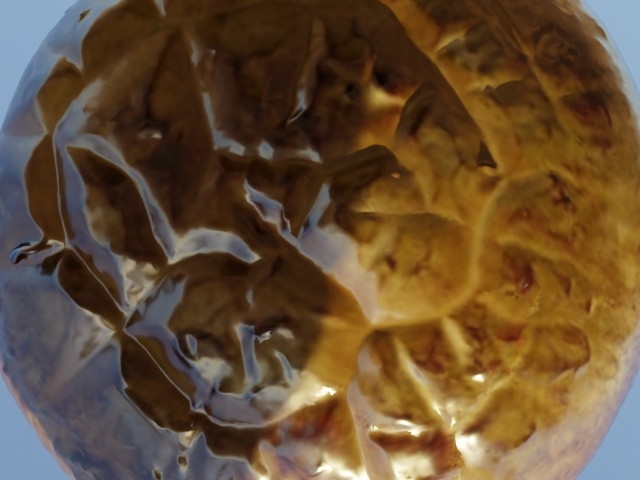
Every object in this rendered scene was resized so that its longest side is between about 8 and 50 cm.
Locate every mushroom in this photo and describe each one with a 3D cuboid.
[{"bbox_3d":[0.000,0.000,0.586,0.253,0.253,0.153,49,-176,10],"label":"mushroom"}]
